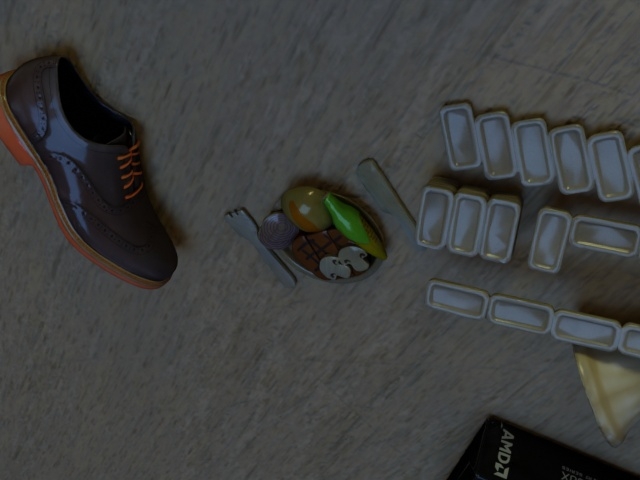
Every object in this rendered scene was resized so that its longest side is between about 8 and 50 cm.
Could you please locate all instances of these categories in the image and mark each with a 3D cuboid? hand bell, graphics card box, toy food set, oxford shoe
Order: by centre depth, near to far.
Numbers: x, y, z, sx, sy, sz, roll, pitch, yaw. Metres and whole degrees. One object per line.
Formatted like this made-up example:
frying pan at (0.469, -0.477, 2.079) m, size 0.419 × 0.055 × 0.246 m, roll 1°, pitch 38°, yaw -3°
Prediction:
hand bell at (0.363, 0.095, 0.820) m, size 0.242 × 0.126 × 0.126 m, roll -21°, pitch 121°, yaw 21°
toy food set at (0.000, 0.000, 0.912) m, size 0.192 × 0.038 × 0.132 m, roll -19°, pitch 121°, yaw 36°
oxford shoe at (-0.217, -0.061, 0.914) m, size 0.098 × 0.096 × 0.271 m, roll -19°, pitch 121°, yaw 29°
graphics card box at (0.321, 0.366, 1.074) m, size 0.371 × 0.094 × 0.232 m, roll 23°, pitch 136°, yaw 3°

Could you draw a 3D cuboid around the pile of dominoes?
pile of dominoes at (0.211, -0.011, 0.796) m, size 0.251 × 0.040 × 0.195 m, roll 13°, pitch 113°, yaw 16°
